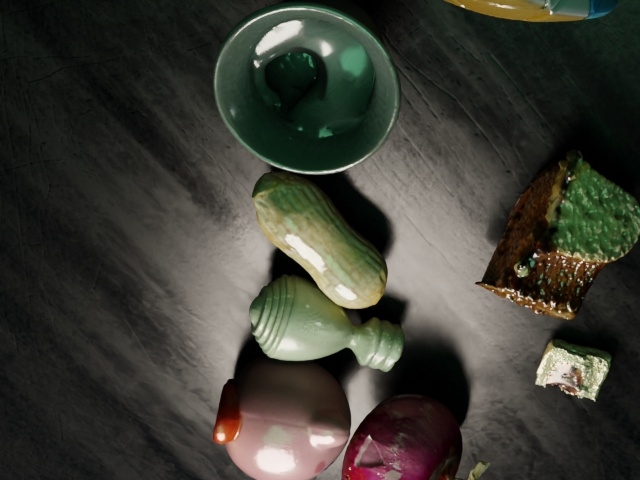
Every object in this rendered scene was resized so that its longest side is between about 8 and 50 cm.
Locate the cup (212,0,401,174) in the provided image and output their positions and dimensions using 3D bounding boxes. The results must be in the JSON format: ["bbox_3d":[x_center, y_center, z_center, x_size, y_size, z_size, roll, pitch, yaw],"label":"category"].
[{"bbox_3d":[-0.004,-0.191,1.609,0.199,0.150,0.199,5,124,8],"label":"cup"}]

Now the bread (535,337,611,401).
[{"bbox_3d":[0.311,0.157,1.846,0.083,0.035,0.070,20,123,2],"label":"bread"}]

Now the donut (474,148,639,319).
[{"bbox_3d":[0.273,-0.003,1.708,0.126,0.144,0.187,26,94,-13],"label":"donut"}]

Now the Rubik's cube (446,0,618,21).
[{"bbox_3d":[0.186,-0.320,1.449,0.254,0.254,0.254,5,124,8],"label":"Rubik's cube"}]

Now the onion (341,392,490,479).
[{"bbox_3d":[0.104,0.280,1.885,0.153,0.177,0.177,54,126,23],"label":"onion"}]

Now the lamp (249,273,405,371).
[{"bbox_3d":[0.005,0.108,1.843,0.193,0.106,0.106,18,125,-12],"label":"lamp"}]

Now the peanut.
[{"bbox_3d":[0.000,0.000,1.775,0.087,0.087,0.207,-35,110,29],"label":"peanut"}]

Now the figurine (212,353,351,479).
[{"bbox_3d":[-0.044,0.223,1.883,0.173,0.173,0.173,5,124,8],"label":"figurine"}]
